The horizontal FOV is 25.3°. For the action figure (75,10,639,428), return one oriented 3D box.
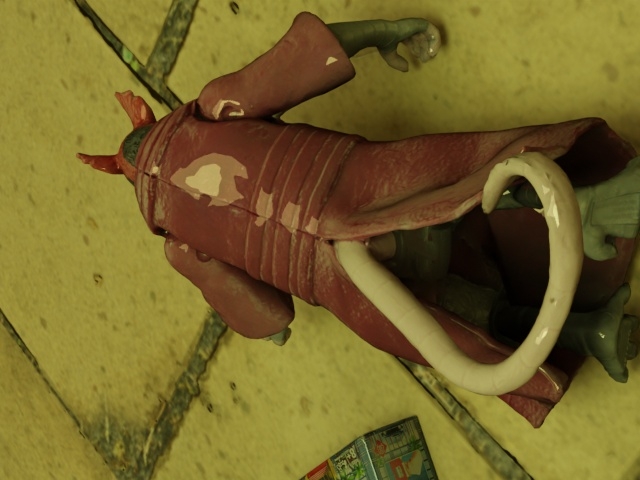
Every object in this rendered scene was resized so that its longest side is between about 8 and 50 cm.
[{"bbox_3d":[0.000,0.000,0.841,0.370,0.276,0.248,17,110,21],"label":"action figure"}]

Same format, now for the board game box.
[{"bbox_3d":[0.038,0.254,1.009,0.194,0.060,0.194,-43,69,41],"label":"board game box"}]
